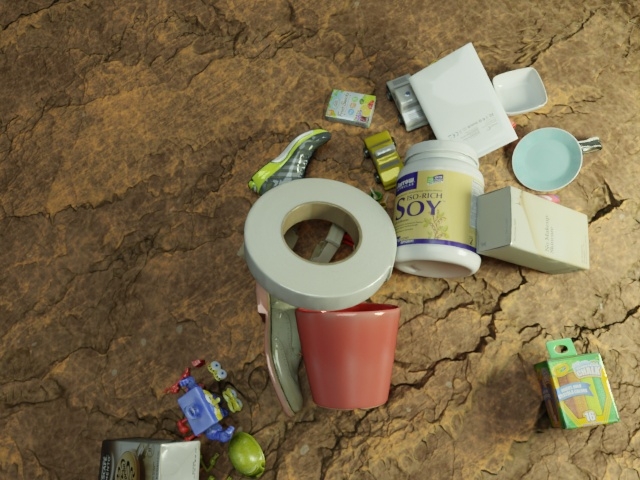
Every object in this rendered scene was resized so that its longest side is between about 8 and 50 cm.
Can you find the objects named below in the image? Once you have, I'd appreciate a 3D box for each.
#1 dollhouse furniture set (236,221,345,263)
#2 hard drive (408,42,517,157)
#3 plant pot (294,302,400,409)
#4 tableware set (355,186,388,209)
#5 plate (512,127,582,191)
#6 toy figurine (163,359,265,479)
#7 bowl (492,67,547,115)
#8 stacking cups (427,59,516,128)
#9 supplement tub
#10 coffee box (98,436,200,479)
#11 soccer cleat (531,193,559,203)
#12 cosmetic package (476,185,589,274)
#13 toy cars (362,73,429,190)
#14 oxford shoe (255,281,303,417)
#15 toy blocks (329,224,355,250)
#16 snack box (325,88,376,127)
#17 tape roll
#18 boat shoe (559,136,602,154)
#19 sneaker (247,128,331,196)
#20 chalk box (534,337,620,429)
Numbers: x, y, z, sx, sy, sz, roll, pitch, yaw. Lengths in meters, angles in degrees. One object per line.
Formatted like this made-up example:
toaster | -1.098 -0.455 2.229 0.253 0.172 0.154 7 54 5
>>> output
dollhouse furniture set | -0.076 -0.016 1.491 0.242 0.212 0.161 30 122 -5
hard drive | 0.416 -0.389 1.565 0.203 0.040 0.307 -26 88 20
plant pot | 0.073 0.293 1.377 0.275 0.275 0.243 -2 87 8
tableware set | 0.124 -0.122 1.592 0.154 0.024 0.104 13 53 12
plate | 0.656 -0.233 1.542 0.188 0.024 0.188 -3 83 25
toy figurine | -0.312 0.486 1.395 0.191 0.217 0.362 -32 71 -1
bowl | 0.603 -0.445 1.620 0.142 0.053 0.142 -14 71 5
stacking cups | 0.451 -0.427 1.615 0.316 0.096 0.096 40 83 17
supplement tub | 0.321 -0.081 1.455 0.241 0.241 0.331 4 74 10
coffee box | -0.444 0.598 1.359 0.297 0.119 0.168 -16 68 40
soccer cleat | 0.548 -0.102 1.514 0.248 0.083 0.095 -16 67 6
cosmetic package | 0.554 -0.019 1.381 0.309 0.113 0.160 13 73 -30
toy cars | 0.234 -0.349 1.629 0.176 0.087 0.394 18 77 13
oxford shoe | -0.082 0.277 1.467 0.146 0.140 0.397 -11 74 -2
toy blocks | 0.112 -0.033 1.571 0.148 0.054 0.123 30 81 16
snack box | 0.097 -0.421 1.698 0.141 0.037 0.100 13 75 13
tape roll | 0.000 0.000 1.357 0.392 0.072 0.392 4 51 -5
boat shoe | 0.757 -0.264 1.548 0.125 0.046 0.038 -16 67 -5
sneaker | -0.075 -0.224 1.642 0.300 0.111 0.121 -42 82 1
chalk box | 0.631 0.353 1.334 0.132 0.132 0.213 -11 72 5
